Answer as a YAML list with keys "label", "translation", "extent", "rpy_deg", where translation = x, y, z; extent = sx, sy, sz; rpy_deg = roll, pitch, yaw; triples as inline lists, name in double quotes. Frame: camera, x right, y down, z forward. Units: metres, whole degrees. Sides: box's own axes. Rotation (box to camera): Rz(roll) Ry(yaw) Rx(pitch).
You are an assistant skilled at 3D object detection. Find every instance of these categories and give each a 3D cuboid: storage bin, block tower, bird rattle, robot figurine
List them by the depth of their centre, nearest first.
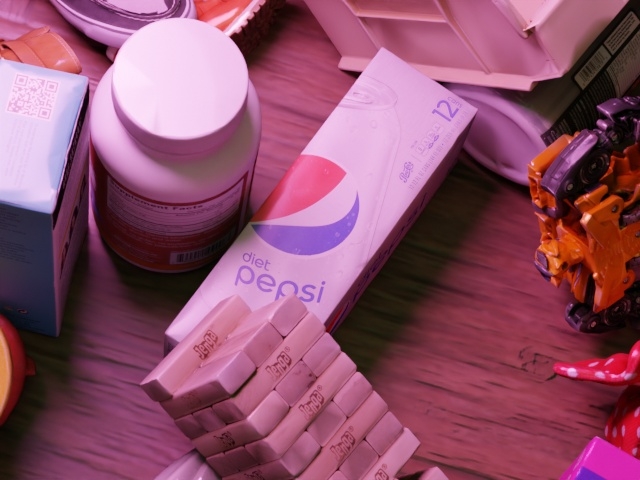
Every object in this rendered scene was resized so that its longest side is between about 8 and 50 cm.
- label: "block tower"
  translation: [0.032, 0.185, 1.232]
  extent: [0.335, 0.097, 0.091]
  rpy_deg: [49, 58, -8]
- label: "bird rattle"
  translation: [0.296, 0.057, 1.337]
  extent: [0.143, 0.253, 0.207]
  rpy_deg: [42, 31, 15]
- label: "robot figurine"
  translation: [0.271, -0.055, 1.389]
  extent: [0.291, 0.211, 0.085]
  rpy_deg: [-30, 41, -17]
- label: "storage bin"
  translation: [0.139, -0.250, 1.400]
  extent: [0.262, 0.260, 0.123]
  rpy_deg: [-49, 124, -22]

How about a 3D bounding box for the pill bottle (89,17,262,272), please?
- label: "pill bottle"
  translation: [-0.104, -0.068, 1.321]
  extent: [0.121, 0.216, 0.121]
  rpy_deg: [2, 67, -6]

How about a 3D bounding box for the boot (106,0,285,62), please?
- label: "boot"
  translation: [-0.094, -0.172, 1.453]
  extent: [0.084, 0.059, 0.158]
  rpy_deg: [41, 70, 15]

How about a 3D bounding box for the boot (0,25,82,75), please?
- label: "boot"
  translation: [-0.244, -0.098, 1.355]
  extent: [0.152, 0.073, 0.197]
  rpy_deg: [-21, 38, -13]

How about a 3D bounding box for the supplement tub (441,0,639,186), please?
- label: "supplement tub"
  translation: [0.190, -0.144, 1.440]
  extent: [0.117, 0.117, 0.190]
  rpy_deg: [37, 68, 9]

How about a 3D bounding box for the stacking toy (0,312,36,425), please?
- label: "stacking toy"
  translation: [-0.373, 0.122, 1.301]
  extent: [0.309, 0.130, 0.279]
  rpy_deg: [24, 93, 6]

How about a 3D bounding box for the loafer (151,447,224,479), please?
- label: "loafer"
  translation: [-0.102, 0.211, 1.268]
  extent: [0.319, 0.111, 0.112]
  rpy_deg: [-26, 89, -34]

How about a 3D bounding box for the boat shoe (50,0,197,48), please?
- label: "boat shoe"
  translation: [-0.189, -0.228, 1.427]
  extent: [0.228, 0.076, 0.080]
  rpy_deg: [39, 71, 24]

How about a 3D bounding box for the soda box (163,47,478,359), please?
- label: "soda box"
  translation: [0.000, 0.000, 1.371]
  extent: [0.091, 0.098, 0.286]
  rpy_deg: [34, 69, 8]

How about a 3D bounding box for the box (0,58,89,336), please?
- label: "box"
  translation: [-0.199, -0.022, 1.276]
  extent: [0.060, 0.244, 0.100]
  rpy_deg: [12, 67, -2]

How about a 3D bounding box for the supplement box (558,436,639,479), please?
- label: "supplement box"
  translation: [0.250, 0.249, 1.291]
  extent: [0.220, 0.114, 0.111]
  rpy_deg: [29, 67, 7]
